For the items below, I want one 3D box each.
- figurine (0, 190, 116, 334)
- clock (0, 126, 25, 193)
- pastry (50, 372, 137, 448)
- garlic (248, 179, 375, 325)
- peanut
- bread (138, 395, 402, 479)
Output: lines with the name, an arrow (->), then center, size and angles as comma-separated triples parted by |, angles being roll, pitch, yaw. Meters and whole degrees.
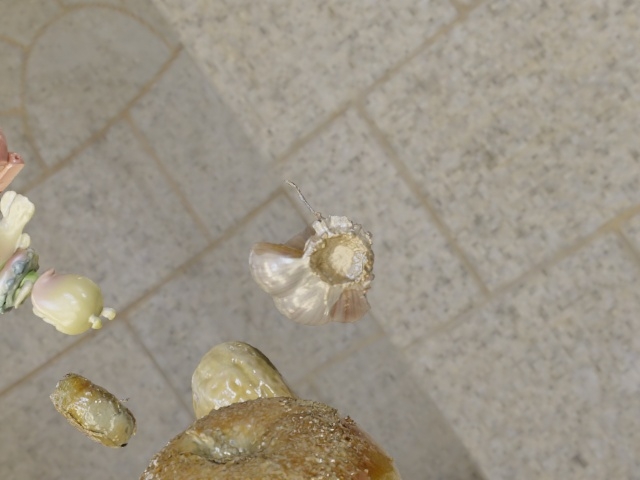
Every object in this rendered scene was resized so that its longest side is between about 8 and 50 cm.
figurine -> -0.571, 0.054, 2.314 | 0.274, 0.394, 0.226 | -66, -5, 17
clock -> -0.686, -0.198, 2.223 | 0.227, 0.241, 0.142 | -17, -19, -50
pastry -> -0.368, 0.279, 1.986 | 0.081, 0.153, 0.153 | -62, 7, -17
garlic -> 0.000, 0.000, 1.909 | 0.207, 0.256, 0.207 | -2, -20, -1
peanut -> -0.081, 0.235, 1.597 | 0.129, 0.224, 0.129 | -38, -8, -6
bread -> -0.065, 0.262, 1.226 | 0.305, 0.158, 0.305 | -16, 21, 6
